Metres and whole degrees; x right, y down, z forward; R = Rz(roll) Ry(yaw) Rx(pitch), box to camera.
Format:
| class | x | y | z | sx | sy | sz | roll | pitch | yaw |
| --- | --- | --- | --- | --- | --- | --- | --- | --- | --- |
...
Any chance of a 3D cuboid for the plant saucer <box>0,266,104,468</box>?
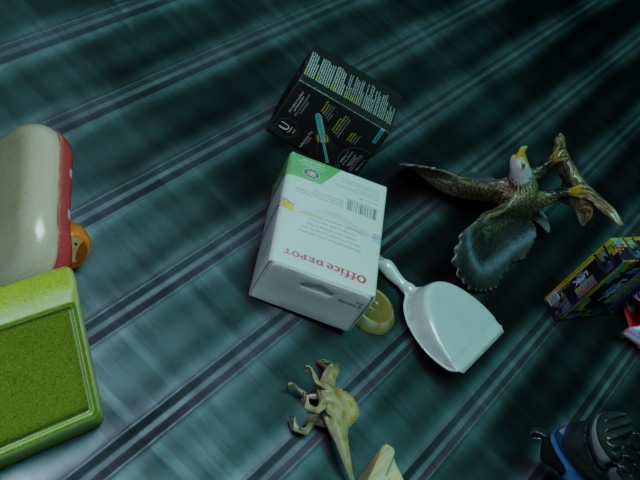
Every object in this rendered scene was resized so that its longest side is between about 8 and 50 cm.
| class | x | y | z | sx | sy | sz | roll | pitch | yaw |
| --- | --- | --- | --- | --- | --- | --- | --- | --- | --- |
| plant saucer | -0.309 | 0.141 | 1.056 | 0.188 | 0.045 | 0.188 | -20 | 106 | -43 |

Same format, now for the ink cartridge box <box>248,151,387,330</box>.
| class | x | y | z | sx | sy | sz | roll | pitch | yaw |
| --- | --- | --- | --- | --- | --- | --- | --- | --- | --- |
| ink cartridge box | 0.000 | 0.000 | 1.416 | 0.154 | 0.093 | 0.212 | 20 | 45 | -12 |

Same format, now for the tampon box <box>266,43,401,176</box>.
| class | x | y | z | sx | sy | sz | roll | pitch | yaw |
| --- | --- | --- | --- | --- | --- | --- | --- | --- | --- |
| tampon box | 0.021 | -0.198 | 1.576 | 0.161 | 0.120 | 0.101 | 30 | 45 | -11 |

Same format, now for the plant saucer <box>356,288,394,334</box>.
| class | x | y | z | sx | sy | sz | roll | pitch | yaw |
| --- | --- | --- | --- | --- | --- | --- | --- | --- | --- |
| plant saucer | 0.073 | 0.095 | 1.450 | 0.083 | 0.015 | 0.083 | 18 | 47 | -21 |

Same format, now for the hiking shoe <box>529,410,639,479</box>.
| class | x | y | z | sx | sy | sz | roll | pitch | yaw |
| --- | --- | --- | --- | --- | --- | --- | --- | --- | --- |
| hiking shoe | 0.409 | 0.368 | 1.388 | 0.113 | 0.132 | 0.304 | -35 | 102 | -47 |

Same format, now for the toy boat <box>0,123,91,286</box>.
| class | x | y | z | sx | sy | sz | roll | pitch | yaw |
| --- | --- | --- | --- | --- | --- | --- | --- | --- | --- |
| toy boat | -0.332 | -0.012 | 1.197 | 0.151 | 0.151 | 0.231 | 39 | 34 | -46 |

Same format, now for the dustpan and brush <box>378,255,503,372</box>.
| class | x | y | z | sx | sy | sz | roll | pitch | yaw |
| --- | --- | --- | --- | --- | --- | --- | --- | --- | --- |
| dustpan and brush | 0.156 | 0.090 | 1.489 | 0.211 | 0.060 | 0.147 | 52 | 43 | 3 |

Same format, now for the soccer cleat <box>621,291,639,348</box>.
| class | x | y | z | sx | sy | sz | roll | pitch | yaw |
| --- | --- | --- | --- | --- | --- | --- | --- | --- | --- |
| soccer cleat | 0.565 | 0.086 | 1.746 | 0.095 | 0.083 | 0.248 | 24 | 48 | -9 |

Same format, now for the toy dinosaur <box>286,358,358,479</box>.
| class | x | y | z | sx | sy | sz | roll | pitch | yaw |
| --- | --- | --- | --- | --- | --- | --- | --- | --- | --- |
| toy dinosaur | 0.010 | 0.218 | 1.280 | 0.093 | 0.053 | 0.183 | 10 | 51 | -29 |

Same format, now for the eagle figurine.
| class | x | y | z | sx | sy | sz | roll | pitch | yaw |
| --- | --- | --- | --- | --- | --- | --- | --- | --- | --- |
| eagle figurine | 0.290 | -0.066 | 1.638 | 0.298 | 0.225 | 0.226 | -22 | 22 | -12 |

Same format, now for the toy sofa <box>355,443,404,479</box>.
| class | x | y | z | sx | sy | sz | roll | pitch | yaw |
| --- | --- | --- | --- | --- | --- | --- | --- | --- | --- |
| toy sofa | 0.155 | 0.409 | 1.108 | 0.363 | 0.150 | 0.177 | 33 | 34 | 3 |

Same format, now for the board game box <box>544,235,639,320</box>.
| class | x | y | z | sx | sy | sz | roll | pitch | yaw |
| --- | --- | --- | --- | --- | --- | --- | --- | --- | --- |
| board game box | 0.464 | 0.061 | 1.629 | 0.141 | 0.170 | 0.048 | -2 | 55 | -34 |
